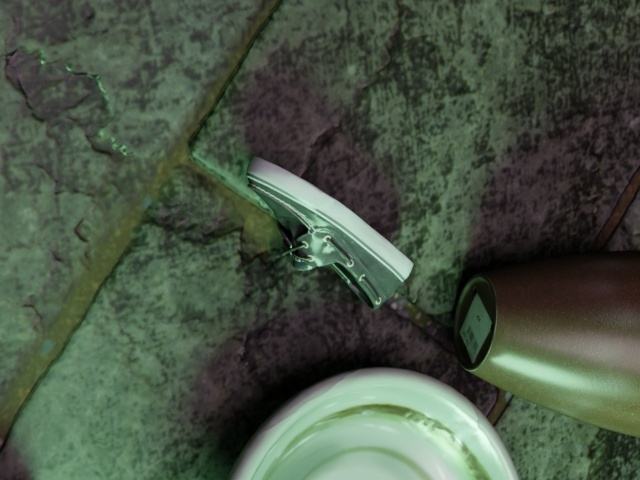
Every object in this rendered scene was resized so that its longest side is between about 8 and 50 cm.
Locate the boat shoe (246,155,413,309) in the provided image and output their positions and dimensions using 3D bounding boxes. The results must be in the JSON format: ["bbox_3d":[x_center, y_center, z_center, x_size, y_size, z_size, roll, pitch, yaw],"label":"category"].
[{"bbox_3d":[0.000,0.000,1.195,0.228,0.080,0.076,37,83,-41],"label":"boat shoe"}]

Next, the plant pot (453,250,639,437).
[{"bbox_3d":[0.273,0.104,1.323,0.230,0.215,0.215,7,101,-18],"label":"plant pot"}]

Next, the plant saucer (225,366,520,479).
[{"bbox_3d":[0.043,0.335,1.265,0.400,0.100,0.400,4,82,-31],"label":"plant saucer"}]
